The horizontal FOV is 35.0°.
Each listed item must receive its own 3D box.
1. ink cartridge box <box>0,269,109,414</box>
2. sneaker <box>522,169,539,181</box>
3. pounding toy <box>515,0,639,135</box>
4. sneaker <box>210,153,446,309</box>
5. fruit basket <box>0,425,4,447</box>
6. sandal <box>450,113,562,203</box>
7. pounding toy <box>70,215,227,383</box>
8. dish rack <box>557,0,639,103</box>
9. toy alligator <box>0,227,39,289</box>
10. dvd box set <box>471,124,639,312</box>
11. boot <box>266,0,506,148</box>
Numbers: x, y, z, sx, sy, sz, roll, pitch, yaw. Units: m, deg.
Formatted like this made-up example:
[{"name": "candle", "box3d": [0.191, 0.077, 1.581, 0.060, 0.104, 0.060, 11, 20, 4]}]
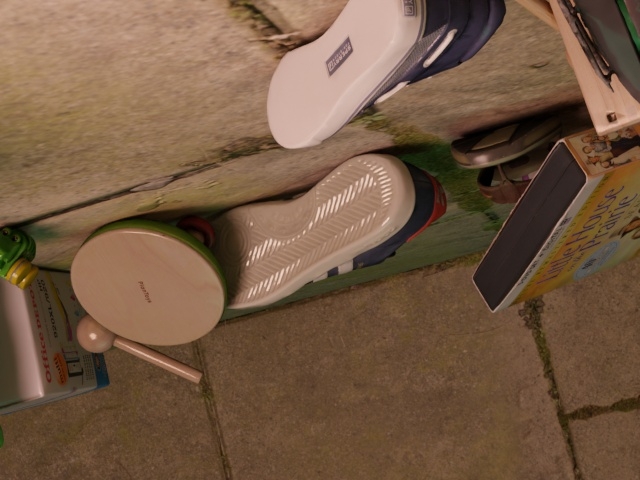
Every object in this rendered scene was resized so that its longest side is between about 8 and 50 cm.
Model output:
[{"name": "ink cartridge box", "box3d": [-0.413, 0.139, 1.352, 0.168, 0.171, 0.233, -15, 173, 7]}, {"name": "sneaker", "box3d": [0.406, -0.068, 1.557, 0.152, 0.114, 0.305, -15, 173, 20]}, {"name": "pounding toy", "box3d": [0.179, -0.134, 0.618, 0.100, 0.130, 0.141, -20, 179, 38]}, {"name": "sneaker", "box3d": [0.000, 0.000, 1.230, 0.350, 0.131, 0.148, -20, 166, 37]}, {"name": "fruit basket", "box3d": [-0.578, 0.200, 1.075, 0.392, 0.282, 0.392, -11, 169, -2]}, {"name": "sandal", "box3d": [0.233, -0.086, 1.184, 0.120, 0.086, 0.303, -14, 174, 17]}, {"name": "pounding toy", "box3d": [-0.198, 0.044, 1.229, 0.183, 0.110, 0.236, 15, 131, -3]}, {"name": "dish rack", "box3d": [0.216, -0.138, 0.382, 0.272, 0.208, 0.074, -16, -146, 28]}, {"name": "toy alligator", "box3d": [-0.318, 0.009, 1.030, 0.051, 0.056, 0.189, -56, 178, -11]}, {"name": "dvd box set", "box3d": [0.411, -0.068, 1.221, 0.421, 0.062, 0.307, -18, 154, -22]}, {"name": "boot", "box3d": [0.038, -0.112, 0.673, 0.086, 0.069, 0.190, -7, 168, -30]}]
